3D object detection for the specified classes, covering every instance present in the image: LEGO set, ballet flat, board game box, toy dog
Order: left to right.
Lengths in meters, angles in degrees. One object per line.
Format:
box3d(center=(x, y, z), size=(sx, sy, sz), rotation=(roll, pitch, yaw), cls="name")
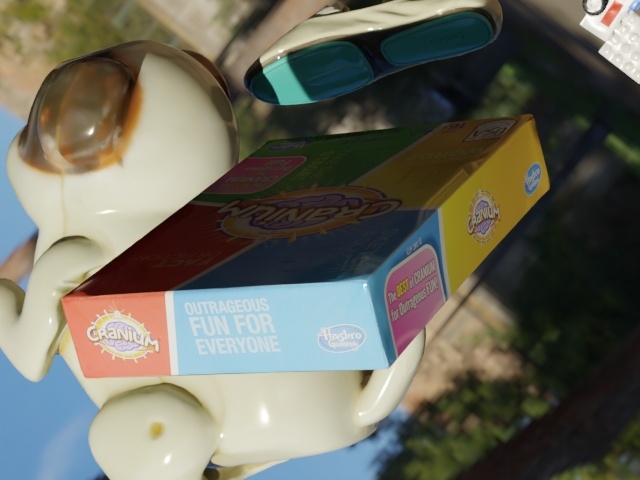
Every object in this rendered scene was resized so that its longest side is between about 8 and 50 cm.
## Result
box3d(center=(-0.138, 0.025, 1.540), size=(0.284, 0.395, 0.408), rotation=(-19, -95, -52), cls="toy dog")
box3d(center=(0.000, 0.000, 1.269), size=(0.316, 0.242, 0.064), rotation=(-43, -57, -55), cls="board game box")
box3d(center=(0.047, -0.191, 1.630), size=(0.086, 0.248, 0.086), rotation=(-12, -90, -78), cls="ballet flat")
box3d(center=(0.211, -0.199, 0.895), size=(0.060, 0.182, 0.244), rotation=(35, 152, 4), cls="LEGO set")
